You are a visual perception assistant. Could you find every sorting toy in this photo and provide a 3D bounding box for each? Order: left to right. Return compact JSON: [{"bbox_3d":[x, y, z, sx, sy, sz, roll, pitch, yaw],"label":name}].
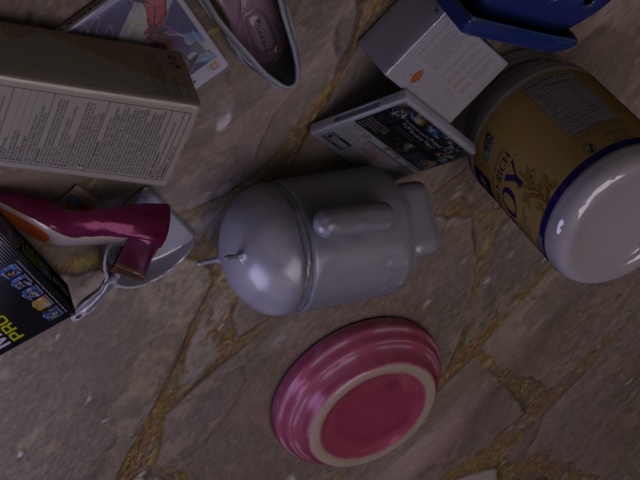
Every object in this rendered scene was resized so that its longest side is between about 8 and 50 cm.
[{"bbox_3d":[-0.336,-0.038,1.918,0.062,0.012,0.083,-44,136,9],"label":"sorting toy"}]

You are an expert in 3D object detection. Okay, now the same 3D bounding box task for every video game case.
[{"bbox_3d":[-0.240,-0.245,1.786,0.183,0.023,0.201,-36,137,1],"label":"video game case"},{"bbox_3d":[0.109,-0.151,2.023,0.173,0.022,0.190,-17,148,34],"label":"video game case"}]

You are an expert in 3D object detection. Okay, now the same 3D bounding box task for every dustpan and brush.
[{"bbox_3d":[-0.287,0.036,1.978,0.211,0.060,0.147,-38,137,3],"label":"dustpan and brush"}]

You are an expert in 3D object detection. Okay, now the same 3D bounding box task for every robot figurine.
[{"bbox_3d":[0.000,0.000,2.022,0.353,0.199,0.300,-10,167,-24],"label":"robot figurine"}]

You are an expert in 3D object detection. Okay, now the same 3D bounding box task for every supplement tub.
[{"bbox_3d":[0.370,-0.120,2.050,0.241,0.331,0.241,-17,134,-19],"label":"supplement tub"}]

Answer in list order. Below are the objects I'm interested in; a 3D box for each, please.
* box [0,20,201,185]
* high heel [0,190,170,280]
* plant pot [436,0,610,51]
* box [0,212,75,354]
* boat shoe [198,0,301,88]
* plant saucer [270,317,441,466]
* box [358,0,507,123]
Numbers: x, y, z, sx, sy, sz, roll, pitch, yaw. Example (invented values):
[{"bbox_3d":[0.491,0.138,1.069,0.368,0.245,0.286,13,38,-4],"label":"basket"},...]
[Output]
[{"bbox_3d":[-0.325,-0.172,1.696,0.311,0.121,0.148,7,130,-30],"label":"box"},{"bbox_3d":[-0.327,-0.043,1.875,0.244,0.117,0.082,24,160,-12],"label":"high heel"},{"bbox_3d":[0.264,-0.392,1.825,0.236,0.236,0.212,5,130,-36],"label":"plant pot"},{"bbox_3d":[-0.494,0.063,1.853,0.216,0.060,0.270,-29,139,2],"label":"box"},{"bbox_3d":[-0.105,-0.327,1.739,0.118,0.103,0.320,-30,137,-5],"label":"boat shoe"},{"bbox_3d":[0.077,0.286,2.413,0.332,0.084,0.332,-17,134,-18],"label":"plant saucer"},{"bbox_3d":[0.164,-0.271,1.964,0.130,0.091,0.170,-45,137,12],"label":"box"}]
